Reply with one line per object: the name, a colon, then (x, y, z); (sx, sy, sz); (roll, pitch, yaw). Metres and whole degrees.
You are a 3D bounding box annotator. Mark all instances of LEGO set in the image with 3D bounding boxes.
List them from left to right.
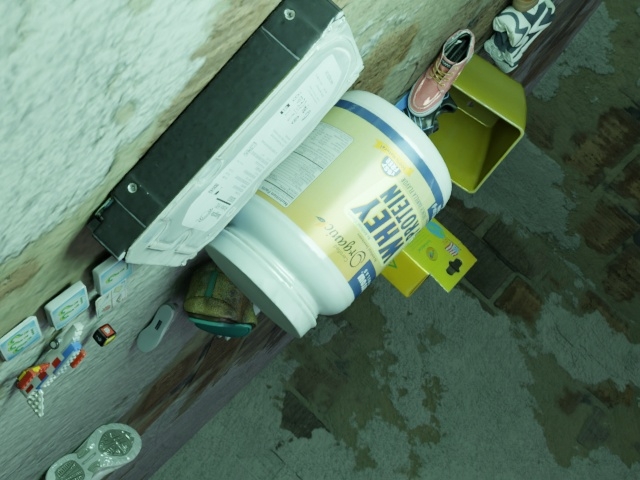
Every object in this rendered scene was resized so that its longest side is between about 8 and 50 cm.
LEGO set: (-0.293, 0.118, 1.117); (0.182, 0.060, 0.244); (-39, 170, -23)

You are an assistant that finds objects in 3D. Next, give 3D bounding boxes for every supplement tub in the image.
supplement tub: (0.010, -0.036, 1.322); (0.316, 0.228, 0.228); (-46, 172, -12)

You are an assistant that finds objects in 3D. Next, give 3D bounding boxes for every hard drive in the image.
hard drive: (-0.091, -0.112, 1.021); (0.339, 0.064, 0.237); (-46, 172, 2)

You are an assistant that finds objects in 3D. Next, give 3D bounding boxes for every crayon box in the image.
crayon box: (0.158, -0.013, 1.894); (0.081, 0.318, 0.202); (-52, 170, 32)

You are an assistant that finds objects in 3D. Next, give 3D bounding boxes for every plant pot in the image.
plant pot: (0.313, -0.269, 1.932); (0.187, 0.212, 0.212); (-56, 180, -42)

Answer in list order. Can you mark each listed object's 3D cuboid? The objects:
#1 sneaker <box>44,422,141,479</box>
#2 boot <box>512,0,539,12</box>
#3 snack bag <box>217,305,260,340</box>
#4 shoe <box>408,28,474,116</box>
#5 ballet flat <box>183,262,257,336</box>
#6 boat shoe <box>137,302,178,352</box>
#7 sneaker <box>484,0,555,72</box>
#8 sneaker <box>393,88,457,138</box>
sneaker: (-0.455, 0.438, 1.790); (0.232, 0.090, 0.115); (-25, 165, -47)
boot: (0.454, -0.540, 1.774); (0.197, 0.073, 0.152); (-48, 168, -10)
snack bag: (-0.073, 0.054, 2.037); (0.323, 0.037, 0.342); (-40, 169, -39)
shoe: (0.225, -0.314, 1.710); (0.178, 0.063, 0.081); (-52, 171, -4)
ballet flat: (-0.164, 0.100, 1.565); (0.123, 0.123, 0.348); (-46, 174, -8)
boat shoe: (-0.260, 0.139, 1.478); (0.100, 0.035, 0.035); (-57, 167, 20)
sneaker: (0.445, -0.465, 1.995); (0.153, 0.094, 0.235); (-38, 161, -4)
sneaker: (0.165, -0.214, 1.770); (0.232, 0.090, 0.081); (-46, 172, -9)
